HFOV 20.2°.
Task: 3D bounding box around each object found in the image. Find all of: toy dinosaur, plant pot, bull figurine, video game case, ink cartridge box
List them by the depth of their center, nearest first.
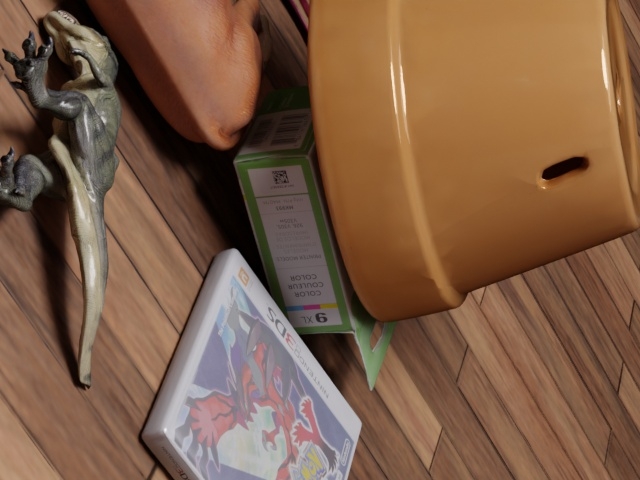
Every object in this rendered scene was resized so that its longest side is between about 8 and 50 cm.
[{"bbox_3d":[-0.163,-0.053,1.117,0.118,0.064,0.268,42,40,-53],"label":"toy dinosaur"},{"bbox_3d":[-0.121,-0.213,1.248,0.188,0.101,0.310,-73,146,-53],"label":"bull figurine"},{"bbox_3d":[-0.041,0.132,1.248,0.183,0.023,0.201,55,30,-25],"label":"video game case"},{"bbox_3d":[0.127,-0.092,1.341,0.291,0.203,0.291,-6,90,-76],"label":"plant pot"},{"bbox_3d":[0.000,0.000,1.352,0.109,0.062,0.209,-68,148,-54],"label":"ink cartridge box"}]

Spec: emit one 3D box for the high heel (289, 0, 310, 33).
[{"bbox_3d":[0.012,-0.184,1.510,0.117,0.082,0.244,-2,73,-61],"label":"high heel"}]
